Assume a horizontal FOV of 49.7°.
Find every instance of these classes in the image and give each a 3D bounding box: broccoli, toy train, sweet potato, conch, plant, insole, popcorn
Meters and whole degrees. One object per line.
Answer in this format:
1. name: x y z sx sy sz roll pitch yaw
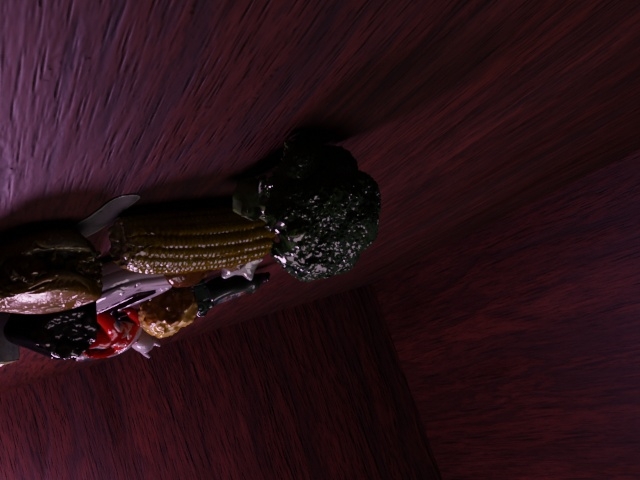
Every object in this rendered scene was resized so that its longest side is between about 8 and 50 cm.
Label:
1. broccoli: -0.027 -0.060 1.184 0.270 0.269 0.270 13 -173 27
2. toy train: -0.420 0.195 2.134 0.171 0.111 0.071 -14 169 -9
3. sweet potato: -0.273 0.039 1.495 0.106 0.095 0.354 -33 -173 -3
4. conch: -0.208 0.044 1.693 0.137 0.114 0.234 -5 175 -5
5. plant: -0.534 0.155 1.387 0.142 0.164 0.256 31 174 -40
6. insole: -0.388 -0.033 1.195 0.232 0.003 0.080 -26 169 35
7. popcorn: -0.437 0.201 1.991 0.180 0.180 0.170 -15 131 -24

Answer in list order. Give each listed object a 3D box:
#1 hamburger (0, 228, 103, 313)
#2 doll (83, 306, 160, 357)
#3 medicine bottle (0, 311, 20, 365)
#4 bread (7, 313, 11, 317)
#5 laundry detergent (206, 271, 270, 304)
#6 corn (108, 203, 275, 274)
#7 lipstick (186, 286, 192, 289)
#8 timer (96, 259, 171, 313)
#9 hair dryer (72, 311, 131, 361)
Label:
1. hamburger: -0.482 0.057 1.178 0.215 0.122 0.189 -23 163 41
2. doll: -0.593 0.270 2.004 0.188 0.099 0.384 -46 154 2
3. medicine bottle: -0.719 0.201 1.454 0.147 0.143 0.147 -14 173 -2
4. bread: -0.801 0.222 1.697 0.136 0.054 0.154 -15 168 -5
5. laundry detergent: -0.271 0.150 2.269 0.222 0.078 0.144 -18 173 -22
6. corn: -0.234 -0.003 1.312 0.345 0.131 0.131 -8 166 -45
7. lipstick: -0.453 0.173 2.186 0.107 0.025 0.025 -26 171 4
8. timer: -0.466 0.106 1.583 0.262 0.087 0.237 -23 170 25
9. hair dryer: -0.617 0.248 2.144 0.304 0.120 0.359 -23 166 -34
